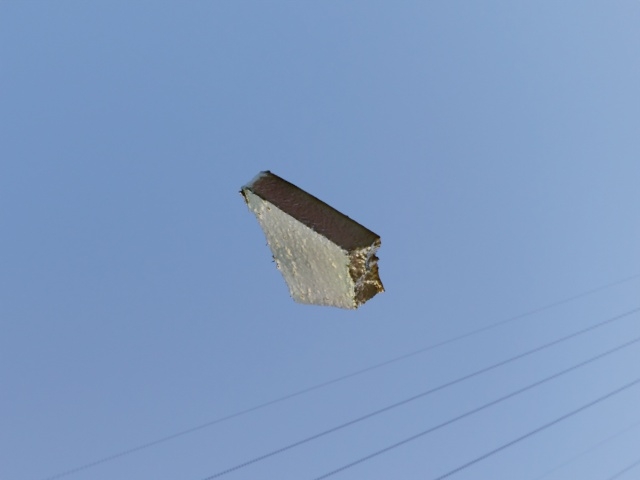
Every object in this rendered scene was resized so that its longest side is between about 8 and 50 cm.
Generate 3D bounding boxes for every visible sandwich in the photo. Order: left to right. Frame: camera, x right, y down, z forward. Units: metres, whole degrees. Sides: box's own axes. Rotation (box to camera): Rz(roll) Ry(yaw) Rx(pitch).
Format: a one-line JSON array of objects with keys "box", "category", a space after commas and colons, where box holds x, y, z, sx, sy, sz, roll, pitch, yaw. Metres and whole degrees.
[{"box": [0.000, 0.000, 0.882, 0.058, 0.162, 0.193, -46, -58, -37], "category": "sandwich"}]
